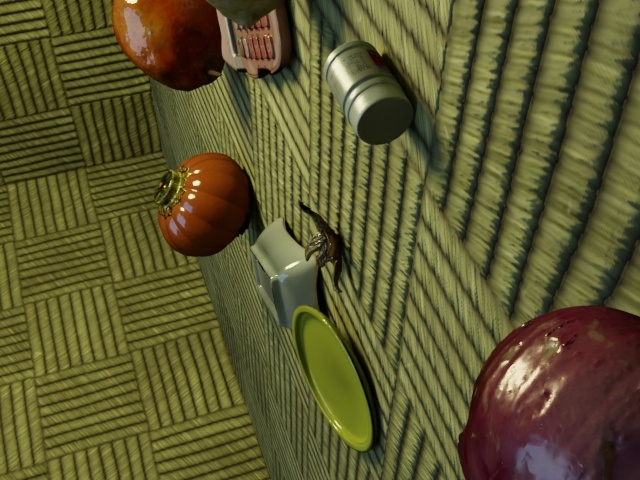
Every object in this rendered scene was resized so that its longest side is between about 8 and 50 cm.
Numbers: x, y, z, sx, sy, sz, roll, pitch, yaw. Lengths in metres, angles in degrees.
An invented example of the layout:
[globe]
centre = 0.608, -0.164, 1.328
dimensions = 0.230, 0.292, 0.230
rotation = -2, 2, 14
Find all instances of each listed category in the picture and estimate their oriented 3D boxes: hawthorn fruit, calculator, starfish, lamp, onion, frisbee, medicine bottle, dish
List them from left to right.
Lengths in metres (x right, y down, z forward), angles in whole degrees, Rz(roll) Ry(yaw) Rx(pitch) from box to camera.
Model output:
[hawthorn fruit]
centre = -0.254, -0.366, 1.525
dimensions = 0.262, 0.211, 0.210
rotation = 58, 161, 20
[lamp]
centre = -0.237, -0.073, 1.747
dimensions = 0.223, 0.197, 0.223
rotation = -38, 39, 40
[calculator]
centre = -0.102, -0.344, 1.233
dimensions = 0.330, 0.048, 0.220
rotation = -146, 44, -67
[dish]
centre = -0.060, 0.066, 1.409
dimensions = 0.212, 0.077, 0.151
rotation = -131, 30, -62
[starfish]
centre = 0.006, -0.002, 1.139
dimensions = 0.133, 0.041, 0.130
rotation = 34, 145, 62
[frisbee]
centre = 0.020, 0.204, 1.267
dimensions = 0.236, 0.017, 0.236
rotation = 50, 153, 39
[medicine bottle]
centre = 0.044, -0.139, 0.799
dimensions = 0.058, 0.058, 0.091
rotation = 91, 160, -48
[onion]
centre = 0.155, 0.110, 0.419
dimensions = 0.177, 0.153, 0.177
rotation = 44, 149, 35

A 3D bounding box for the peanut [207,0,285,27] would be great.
[peanut]
centre = -0.080, -0.375, 0.913
dimensions = 0.291, 0.143, 0.159
rotation = 86, -162, -56
